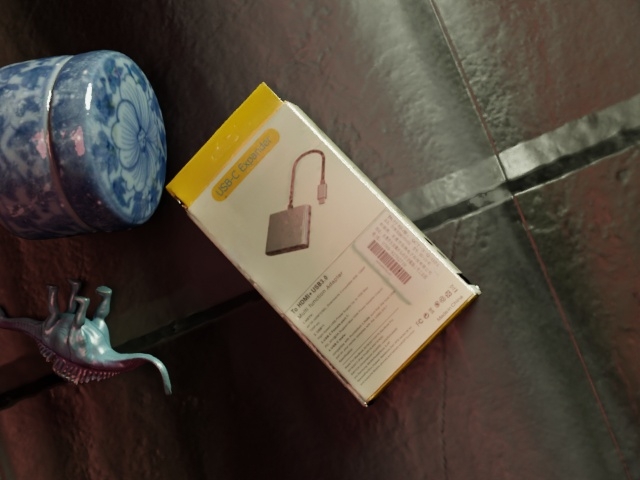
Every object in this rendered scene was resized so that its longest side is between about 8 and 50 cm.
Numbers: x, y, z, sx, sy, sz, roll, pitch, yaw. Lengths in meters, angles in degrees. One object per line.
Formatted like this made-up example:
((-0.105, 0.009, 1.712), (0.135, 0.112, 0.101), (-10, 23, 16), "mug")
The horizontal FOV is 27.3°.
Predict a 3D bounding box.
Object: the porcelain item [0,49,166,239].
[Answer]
((-0.196, -0.076, 1.062), (0.114, 0.147, 0.147), (-4, 87, 17), "porcelain item")

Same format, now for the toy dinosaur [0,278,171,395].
((-0.203, 0.079, 1.114), (0.197, 0.045, 0.080), (19, 107, 24), "toy dinosaur")

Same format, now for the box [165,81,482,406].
((0.000, 0.000, 1.058), (0.129, 0.033, 0.247), (-46, 76, 12), "box")
